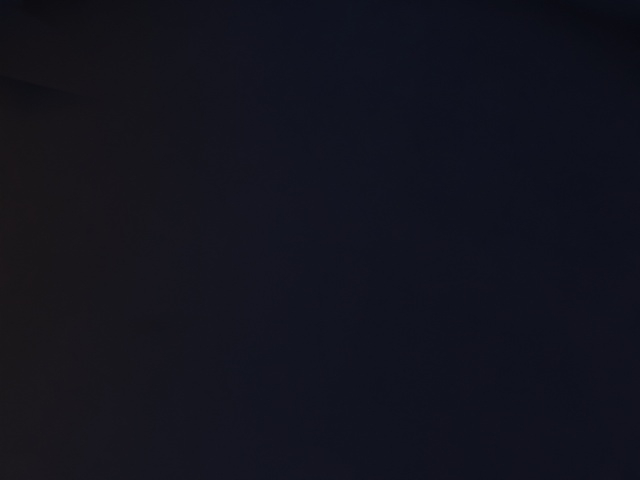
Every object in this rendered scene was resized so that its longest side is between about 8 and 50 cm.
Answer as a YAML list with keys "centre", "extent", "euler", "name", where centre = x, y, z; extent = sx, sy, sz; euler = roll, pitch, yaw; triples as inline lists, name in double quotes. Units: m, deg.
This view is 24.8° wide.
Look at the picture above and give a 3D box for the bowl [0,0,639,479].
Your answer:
- centre: [0.007, 0.065, 0.319]
  extent: [0.077, 0.391, 0.391]
  euler: [114, -13, -78]
  name: "bowl"
